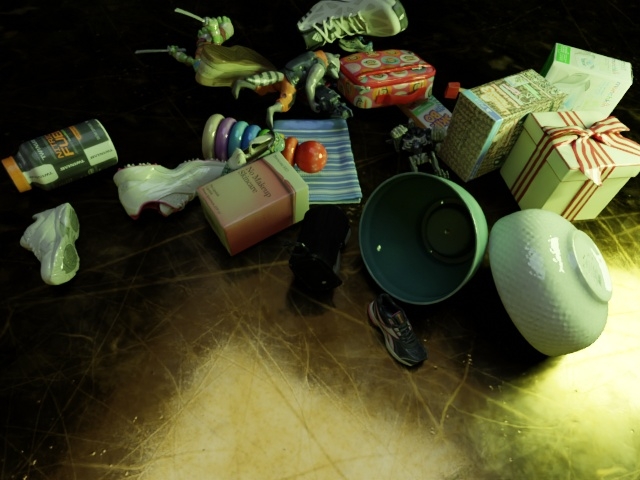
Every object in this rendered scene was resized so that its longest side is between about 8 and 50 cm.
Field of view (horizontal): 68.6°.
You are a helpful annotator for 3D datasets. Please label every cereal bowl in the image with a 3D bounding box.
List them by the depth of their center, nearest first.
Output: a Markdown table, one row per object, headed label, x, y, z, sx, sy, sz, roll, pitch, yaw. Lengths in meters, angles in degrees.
| label | x | y | z | sx | sy | sz | roll | pitch | yaw |
| --- | --- | --- | --- | --- | --- | --- | --- | --- | --- |
| cereal bowl | 0.527 | 0.074 | 1.030 | 0.339 | 0.141 | 0.338 | 21 | 55 | -33 |

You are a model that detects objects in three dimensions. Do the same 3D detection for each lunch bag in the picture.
| label | x | y | z | sx | sy | sz | roll | pitch | yaw |
| --- | --- | --- | --- | --- | --- | --- | --- | --- | --- |
| lunch bag | 0.217 | -0.523 | 1.540 | 0.293 | 0.120 | 0.258 | -15 | 46 | -16 |

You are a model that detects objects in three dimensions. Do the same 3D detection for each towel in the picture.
| label | x | y | z | sx | sy | sz | roll | pitch | yaw |
| --- | --- | --- | --- | --- | --- | --- | --- | --- | --- |
| towel | -0.018 | -0.241 | 1.365 | 0.244 | 0.040 | 0.335 | -2 | 53 | -8 |

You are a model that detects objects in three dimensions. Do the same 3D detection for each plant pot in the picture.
| label | x | y | z | sx | sy | sz | roll | pitch | yaw |
| --- | --- | --- | --- | --- | --- | --- | --- | --- | --- |
| plant pot | 0.266 | -0.013 | 1.100 | 0.196 | 0.293 | 0.293 | -9 | 49 | -48 |

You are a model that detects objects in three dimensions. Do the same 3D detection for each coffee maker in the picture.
| label | x | y | z | sx | sy | sz | roll | pitch | yaw |
| --- | --- | --- | --- | --- | --- | --- | --- | --- | --- |
| coffee maker | 0.000 | 0.000 | 1.099 | 0.120 | 0.171 | 0.178 | 2 | 49 | 15 |

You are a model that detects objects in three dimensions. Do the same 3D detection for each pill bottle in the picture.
| label | x | y | z | sx | sy | sz | roll | pitch | yaw |
| --- | --- | --- | --- | --- | --- | --- | --- | --- | --- |
| pill bottle | -0.665 | -0.210 | 1.200 | 0.246 | 0.130 | 0.130 | -31 | 62 | -27 |

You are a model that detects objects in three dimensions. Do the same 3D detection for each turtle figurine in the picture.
| label | x | y | z | sx | sy | sz | roll | pitch | yaw |
| --- | --- | --- | --- | --- | --- | --- | --- | --- | --- |
| turtle figurine | -0.404 | -0.670 | 1.532 | 0.275 | 0.197 | 0.266 | 25 | 40 | -13 |

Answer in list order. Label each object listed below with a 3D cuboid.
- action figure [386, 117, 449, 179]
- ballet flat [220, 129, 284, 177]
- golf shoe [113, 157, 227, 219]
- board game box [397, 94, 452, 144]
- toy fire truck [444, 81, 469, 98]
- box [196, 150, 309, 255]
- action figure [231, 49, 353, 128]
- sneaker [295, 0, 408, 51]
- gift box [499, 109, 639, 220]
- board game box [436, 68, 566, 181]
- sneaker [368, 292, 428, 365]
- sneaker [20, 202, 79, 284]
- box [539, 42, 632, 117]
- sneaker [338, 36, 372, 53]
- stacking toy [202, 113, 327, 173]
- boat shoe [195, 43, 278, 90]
| label | x | y | z | sx | sy | sz | roll | pitch | yaw |
| --- | --- | --- | --- | --- | --- | --- | --- | --- | --- |
| action figure | 0.289 | -0.282 | 1.375 | 0.164 | 0.140 | 0.275 | -11 | 55 | -1 |
| ballet flat | -0.180 | -0.220 | 1.186 | 0.188 | 0.070 | 0.070 | -35 | 62 | -6 |
| golf shoe | -0.362 | -0.131 | 1.211 | 0.307 | 0.115 | 0.140 | -10 | 80 | -19 |
| board game box | 0.368 | -0.404 | 1.546 | 0.124 | 0.039 | 0.259 | -22 | 61 | -21 |
| toy fire truck | 0.536 | -0.482 | 1.617 | 0.192 | 0.047 | 0.135 | 4 | 51 | -5 |
| box | -0.162 | -0.094 | 1.162 | 0.232 | 0.126 | 0.148 | -29 | 61 | -18 |
| action figure | -0.057 | -0.474 | 1.427 | 0.330 | 0.178 | 0.341 | -36 | 50 | -20 |
| sneaker | 0.083 | -0.744 | 1.660 | 0.257 | 0.169 | 0.448 | -46 | 45 | -11 |
| gift box | 0.698 | -0.200 | 1.288 | 0.255 | 0.258 | 0.276 | -10 | 54 | -14 |
| board game box | 0.528 | -0.341 | 1.390 | 0.291 | 0.232 | 0.141 | -24 | 59 | -22 |
| sneaker | 0.168 | 0.192 | 1.031 | 0.072 | 0.077 | 0.178 | -29 | 62 | -24 |
| sneaker | -0.621 | 0.017 | 1.069 | 0.116 | 0.090 | 0.232 | -13 | 46 | -9 |
| box | 0.797 | -0.455 | 1.495 | 0.231 | 0.261 | 0.126 | 21 | 54 | 7 |
| sneaker | 0.134 | -0.741 | 1.757 | 0.136 | 0.058 | 0.052 | 17 | 52 | 7 |
| stacking toy | -0.144 | -0.253 | 1.282 | 0.331 | 0.141 | 0.141 | 10 | 52 | 4 |
| boat shoe | -0.266 | -0.542 | 1.490 | 0.122 | 0.110 | 0.341 | 44 | 31 | 14 |
